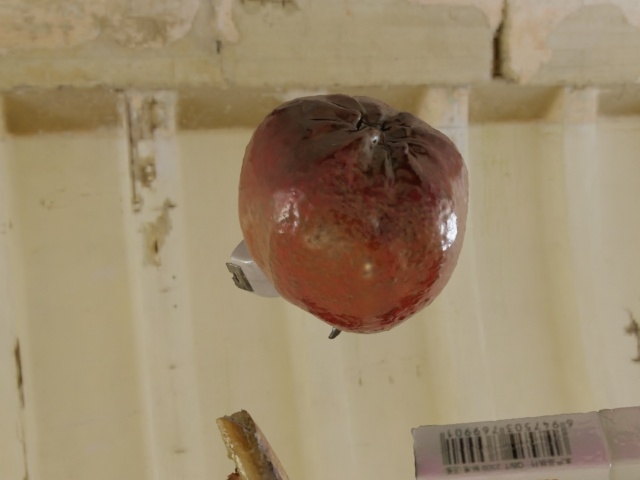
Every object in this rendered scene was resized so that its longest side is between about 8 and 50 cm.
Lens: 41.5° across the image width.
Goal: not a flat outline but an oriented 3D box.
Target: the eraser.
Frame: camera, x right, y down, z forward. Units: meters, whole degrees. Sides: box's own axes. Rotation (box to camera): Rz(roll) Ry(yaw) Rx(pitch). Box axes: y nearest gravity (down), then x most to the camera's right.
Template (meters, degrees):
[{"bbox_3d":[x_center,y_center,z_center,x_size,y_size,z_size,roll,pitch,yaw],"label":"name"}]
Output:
[{"bbox_3d":[0.257,0.270,1.002,0.287,0.130,0.086,-7,-131,7],"label":"eraser"}]

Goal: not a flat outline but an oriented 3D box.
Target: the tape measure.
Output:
[{"bbox_3d":[0.000,0.000,1.303,0.197,0.120,0.236,15,-130,43],"label":"tape measure"}]

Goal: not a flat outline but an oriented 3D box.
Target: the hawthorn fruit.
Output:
[{"bbox_3d":[0.027,-0.002,0.926,0.254,0.300,0.254,10,-148,-7],"label":"hawthorn fruit"}]

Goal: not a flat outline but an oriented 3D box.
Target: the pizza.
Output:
[{"bbox_3d":[-0.059,0.359,1.095,0.086,0.305,0.161,-29,-176,-8],"label":"pizza"}]
